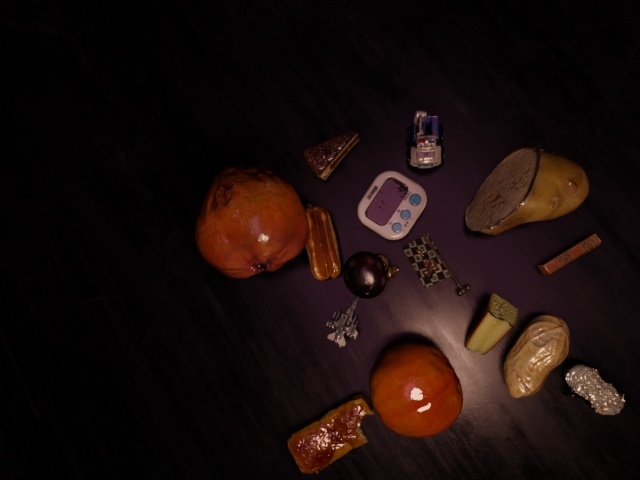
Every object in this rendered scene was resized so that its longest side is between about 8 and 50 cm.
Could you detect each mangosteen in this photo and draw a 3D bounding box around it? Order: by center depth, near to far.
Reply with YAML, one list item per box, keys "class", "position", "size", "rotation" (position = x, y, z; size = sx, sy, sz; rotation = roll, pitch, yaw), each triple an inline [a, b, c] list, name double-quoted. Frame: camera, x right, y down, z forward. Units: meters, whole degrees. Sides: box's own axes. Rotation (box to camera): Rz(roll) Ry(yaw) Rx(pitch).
- class: "mangosteen"
  position: [0.205, 0.130, 1.746]
  size: [0.231, 0.194, 0.194]
  rotation: [-20, 80, -18]

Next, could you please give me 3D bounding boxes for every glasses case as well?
- class: "glasses case"
  position: [0.947, 0.055, 1.640]
  size: [0.218, 0.075, 0.049]
  rotation: [-34, 82, 7]

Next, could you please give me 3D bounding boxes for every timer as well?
- class: "timer"
  position: [0.297, -0.146, 1.789]
  size: [0.237, 0.087, 0.261]
  rotation: [34, 92, 12]

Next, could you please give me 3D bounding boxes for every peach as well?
- class: "peach"
  position: [0.357, 0.541, 1.596]
  size: [0.302, 0.343, 0.342]
  rotation: [-28, 79, 26]

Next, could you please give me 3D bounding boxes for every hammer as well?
- class: "hammer"
  position: [0.501, 0.091, 1.747]
  size: [0.058, 0.029, 0.292]
  rotation: [-29, 77, -19]

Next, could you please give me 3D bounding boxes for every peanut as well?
- class: "peanut"
  position: [0.795, 0.426, 1.596]
  size: [0.339, 0.158, 0.174]
  rotation: [-55, 39, 6]

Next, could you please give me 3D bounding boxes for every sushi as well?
- class: "sushi"
  position: [0.976, 0.542, 1.569]
  size: [0.213, 0.115, 0.147]
  rotation: [41, 90, 14]
- class: "sushi"
  position: [0.429, 0.084, 1.765]
  size: [0.139, 0.031, 0.200]
  rotation: [-24, 77, -16]

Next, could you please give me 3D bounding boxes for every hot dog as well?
- class: "hot dog"
  position: [0.000, 0.000, 1.834]
  size: [0.135, 0.100, 0.336]
  rotation: [-13, 83, 2]

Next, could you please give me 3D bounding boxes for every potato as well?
- class: "potato"
  position: [0.796, -0.144, 1.619]
  size: [0.296, 0.289, 0.396]
  rotation: [23, 111, -14]

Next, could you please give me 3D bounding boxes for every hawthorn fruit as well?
- class: "hawthorn fruit"
  position: [-0.281, -0.085, 1.727]
  size: [0.473, 0.472, 0.470]
  rotation: [-1, 85, 12]

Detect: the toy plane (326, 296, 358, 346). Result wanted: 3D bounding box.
- class: "toy plane"
  position: [0.100, 0.333, 1.792]
  size: [0.160, 0.082, 0.233]
  rotation: [18, 88, 39]

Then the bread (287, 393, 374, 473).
- class: "bread"
  position: [0.057, 0.788, 1.743]
  size: [0.381, 0.109, 0.185]
  rotation: [-34, 79, 5]

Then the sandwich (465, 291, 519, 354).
- class: "sandwich"
  position: [0.648, 0.330, 1.657]
  size: [0.122, 0.128, 0.235]
  rotation: [31, 135, 13]

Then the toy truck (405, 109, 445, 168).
- class: "toy truck"
  position: [0.424, -0.405, 1.741]
  size: [0.161, 0.177, 0.212]
  rotation: [-1, 84, 11]

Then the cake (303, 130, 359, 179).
- class: "cake"
  position: [0.038, -0.396, 1.855]
  size: [0.135, 0.112, 0.246]
  rotation: [42, 94, 15]
